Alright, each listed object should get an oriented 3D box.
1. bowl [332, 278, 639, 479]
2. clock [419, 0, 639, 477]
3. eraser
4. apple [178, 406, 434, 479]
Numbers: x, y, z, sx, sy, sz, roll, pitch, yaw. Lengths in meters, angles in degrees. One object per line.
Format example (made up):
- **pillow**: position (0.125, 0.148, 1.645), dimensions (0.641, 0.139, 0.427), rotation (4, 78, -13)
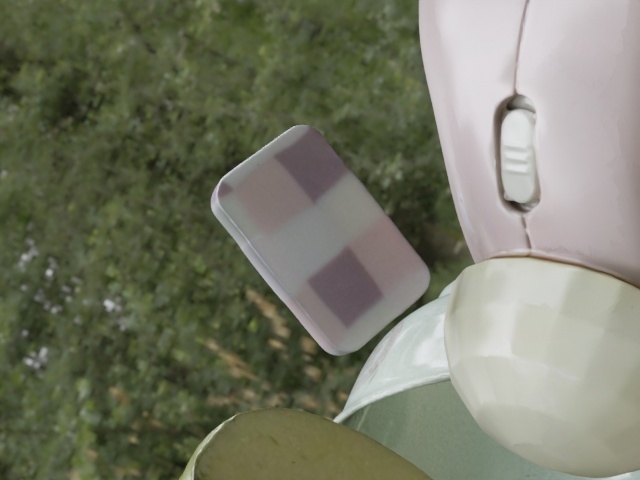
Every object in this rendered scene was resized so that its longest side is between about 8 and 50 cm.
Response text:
- **bowl**: position (0.219, 0.153, 1.441), dimensions (0.435, 0.435, 0.196), rotation (117, 160, -59)
- **clock**: position (0.189, -0.059, 0.716), dimensions (0.184, 0.342, 0.325), rotation (-2, 100, 49)
- **eraser**: position (0.000, 0.000, 0.634), dimensions (0.065, 0.105, 0.026), rotation (-38, 0, -14)
- **apple**: position (0.010, 0.330, 0.939), dimensions (0.320, 0.360, 0.311), rotation (-54, 7, -1)
